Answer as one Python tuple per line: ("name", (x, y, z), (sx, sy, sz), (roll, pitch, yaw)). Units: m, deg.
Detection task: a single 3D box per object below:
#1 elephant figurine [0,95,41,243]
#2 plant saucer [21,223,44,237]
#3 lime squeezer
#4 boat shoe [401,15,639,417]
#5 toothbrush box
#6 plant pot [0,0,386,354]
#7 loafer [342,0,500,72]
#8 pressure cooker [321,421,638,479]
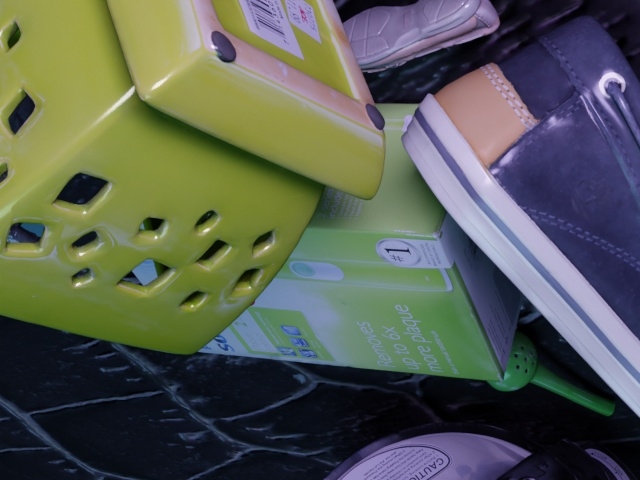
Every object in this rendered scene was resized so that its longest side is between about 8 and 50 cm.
("elephant figurine", (-0.348, -0.075, 1.065), (0.239, 0.186, 0.169), (-2, 167, 40))
("plant saucer", (-0.304, -0.057, 1.193), (0.067, 0.018, 0.192), (-5, 142, 34))
("lime squeezer", (0.132, 0.098, 1.190), (0.310, 0.058, 0.110), (16, 180, 2))
("boat shoe", (0.264, 0.050, 0.870), (0.156, 0.187, 0.500), (-42, 113, 10))
("toothbrush box", (0.000, 0.000, 1.015), (0.283, 0.122, 0.206), (5, 147, 25))
("plant pot", (-0.106, -0.090, 0.755), (0.207, 0.228, 0.227), (-34, 148, 26))
("loafer", (0.058, -0.131, 0.844), (0.125, 0.045, 0.039), (-14, 144, 39))
("pressure cooker", (0.153, 0.388, 1.327), (0.376, 0.369, 0.420), (3, 151, 18))
